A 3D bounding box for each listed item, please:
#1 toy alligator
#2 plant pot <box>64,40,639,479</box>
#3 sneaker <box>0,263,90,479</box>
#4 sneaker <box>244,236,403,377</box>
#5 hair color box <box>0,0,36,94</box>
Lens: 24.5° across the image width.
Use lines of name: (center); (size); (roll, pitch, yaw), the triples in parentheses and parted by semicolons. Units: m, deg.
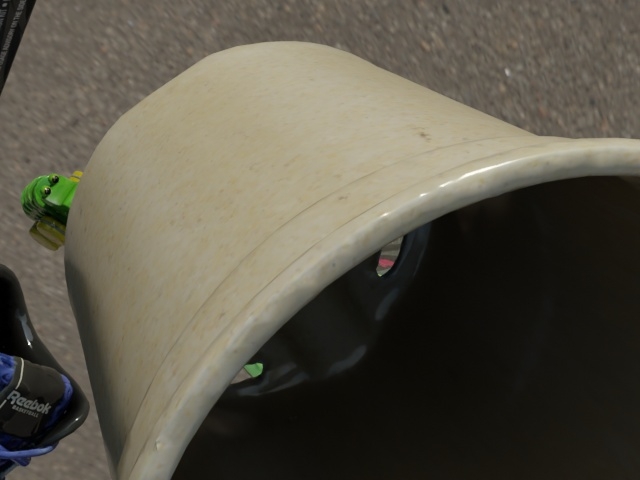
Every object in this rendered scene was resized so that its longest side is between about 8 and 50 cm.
toy alligator: (-0.207, -0.033, 1.175); (0.051, 0.189, 0.056); (36, 72, -13)
plant pot: (0.024, 0.055, 0.687); (0.334, 0.334, 0.305); (-42, 34, 1)
sneaker: (-0.251, 0.140, 0.922); (0.182, 0.127, 0.316); (-12, 61, 37)
sneaker: (0.084, 0.096, 1.977); (0.482, 0.202, 0.185); (-15, 93, -32)
hair color box: (-0.331, -0.114, 0.709); (0.114, 0.374, 0.185); (56, 137, 26)
